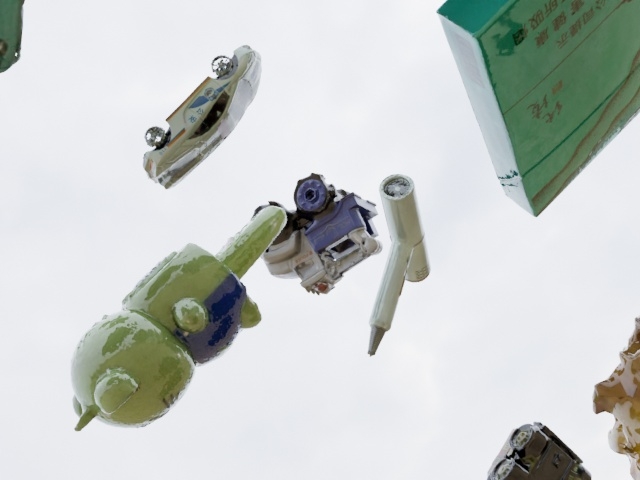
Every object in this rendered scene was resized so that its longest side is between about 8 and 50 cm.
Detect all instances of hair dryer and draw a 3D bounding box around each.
[{"bbox_3d":[0.077,0.041,1.102,0.044,0.183,0.155,6,-38,23],"label":"hair dryer"}]

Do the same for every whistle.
[{"bbox_3d":[-0.101,0.056,0.726,0.085,0.105,0.227,47,-119,-8],"label":"whistle"}]

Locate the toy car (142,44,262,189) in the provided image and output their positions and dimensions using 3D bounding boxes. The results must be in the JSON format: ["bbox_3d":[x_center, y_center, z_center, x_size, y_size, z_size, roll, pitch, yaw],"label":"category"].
[{"bbox_3d":[-0.137,-0.149,1.186,0.205,0.056,0.095,-48,-16,-8],"label":"toy car"}]

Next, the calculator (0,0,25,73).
[{"bbox_3d":[-0.288,-0.197,0.555,0.274,0.058,0.248,-22,-46,-44],"label":"calculator"}]

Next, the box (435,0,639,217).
[{"bbox_3d":[0.169,-0.129,0.654,0.161,0.042,0.226,-44,-33,-4],"label":"box"}]

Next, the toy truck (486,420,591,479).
[{"bbox_3d":[0.263,0.387,1.393,0.127,0.127,0.257,42,-116,-16],"label":"toy truck"}]

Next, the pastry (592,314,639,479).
[{"bbox_3d":[0.376,0.140,0.539,0.405,0.337,0.292,8,-45,-15],"label":"pastry"}]

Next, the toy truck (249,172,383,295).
[{"bbox_3d":[0.000,0.000,1.697,0.213,0.177,0.161,-32,-21,18],"label":"toy truck"}]
